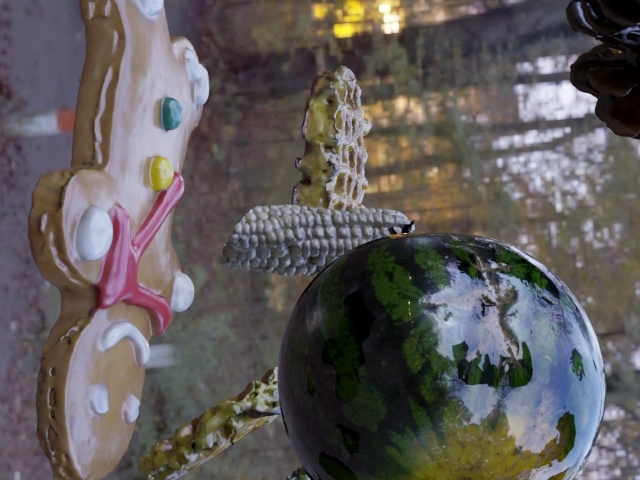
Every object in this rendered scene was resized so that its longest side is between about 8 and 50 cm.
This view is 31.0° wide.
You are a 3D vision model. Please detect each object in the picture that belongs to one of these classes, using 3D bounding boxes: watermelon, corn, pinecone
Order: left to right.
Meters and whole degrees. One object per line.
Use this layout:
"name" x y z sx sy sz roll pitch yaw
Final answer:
"corn" 0.000 0.000 1.218 0.087 0.211 0.087 -173 -90 -81
"watermelon" 0.097 0.119 0.952 0.269 0.269 0.268 -5 90 -89
"pinecone" 0.341 -0.223 1.044 0.292 0.246 0.246 72 11 -50

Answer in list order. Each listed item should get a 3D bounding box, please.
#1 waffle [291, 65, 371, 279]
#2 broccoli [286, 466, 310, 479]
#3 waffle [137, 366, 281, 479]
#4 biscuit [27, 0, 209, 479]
"waffle" 0.015 -0.086 1.588 0.309 0.065 0.283 -73 159 -48
"broccoli" 0.059 0.334 1.110 0.221 0.361 0.252 67 26 -7
"waffle" -0.091 0.215 1.461 0.060 0.312 0.307 56 -16 5
"biscuit" -0.125 -0.007 0.773 0.216 0.047 0.339 58 37 -65
